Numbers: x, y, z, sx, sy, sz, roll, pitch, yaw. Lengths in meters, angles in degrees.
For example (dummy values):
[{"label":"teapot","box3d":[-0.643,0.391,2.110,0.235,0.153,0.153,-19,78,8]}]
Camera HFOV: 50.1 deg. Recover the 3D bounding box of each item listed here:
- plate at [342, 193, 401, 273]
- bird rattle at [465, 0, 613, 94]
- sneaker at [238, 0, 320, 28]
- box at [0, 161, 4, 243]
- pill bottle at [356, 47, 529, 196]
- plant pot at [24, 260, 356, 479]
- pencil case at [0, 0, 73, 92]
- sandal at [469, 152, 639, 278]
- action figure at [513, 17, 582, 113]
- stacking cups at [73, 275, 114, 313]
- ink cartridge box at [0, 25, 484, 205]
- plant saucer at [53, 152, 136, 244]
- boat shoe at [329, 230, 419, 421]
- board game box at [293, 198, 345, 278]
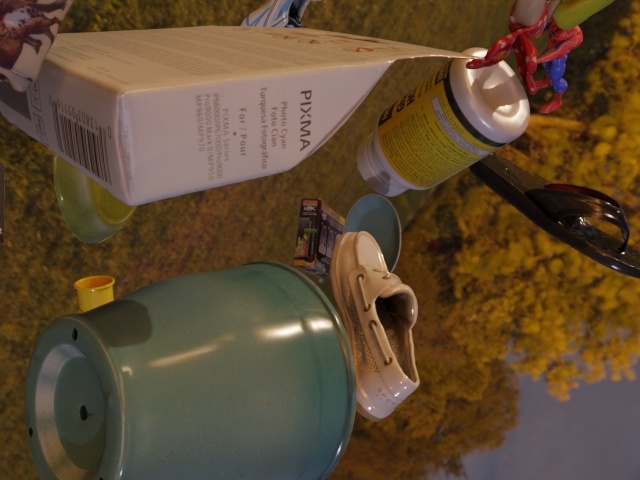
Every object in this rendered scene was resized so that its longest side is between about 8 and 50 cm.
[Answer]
[{"label":"plate","box3d":[0.109,-0.001,1.400,0.024,0.188,0.188,4,128,-36]},{"label":"bird rattle","box3d":[0.296,-0.340,0.926,0.253,0.143,0.207,-42,154,-25]},{"label":"sneaker","box3d":[-0.094,-0.439,1.387,0.237,0.086,0.085,-40,168,31]},{"label":"box","box3d":[-0.789,-0.106,1.231,0.343,0.312,0.179,102,-18,-74]},{"label":"pill bottle","box3d":[0.226,-0.215,1.354,0.334,0.188,0.188,-31,-169,48]},{"label":"plant pot","box3d":[-0.147,0.157,0.711,0.255,0.272,0.272,2,126,-48]},{"label":"pencil case","box3d":[-0.190,-0.312,0.431,0.411,0.183,0.160,-60,-151,9]},{"label":"sandal","box3d":[0.508,-0.077,1.425,0.167,0.445,0.107,-17,141,-52]},{"label":"action figure","box3d":[0.408,-0.333,1.289,0.139,0.092,0.280,-19,157,0]},{"label":"stacking cups","box3d":[-0.529,0.249,1.659,0.096,0.095,0.317,-33,124,-63]},{"label":"ink cartridge box","box3d":[-0.081,-0.151,0.677,0.384,0.308,0.091,-15,118,-36]},{"label":"plant saucer","box3d":[-0.313,-0.113,1.012,0.241,0.037,0.241,4,90,-81]},{"label":"boat shoe","box3d":[0.079,0.084,0.854,0.096,0.098,0.277,-37,-141,29]},{"label":"board game box","box3d":[0.000,0.000,1.449,0.170,0.048,0.141,33,61,-68]}]
